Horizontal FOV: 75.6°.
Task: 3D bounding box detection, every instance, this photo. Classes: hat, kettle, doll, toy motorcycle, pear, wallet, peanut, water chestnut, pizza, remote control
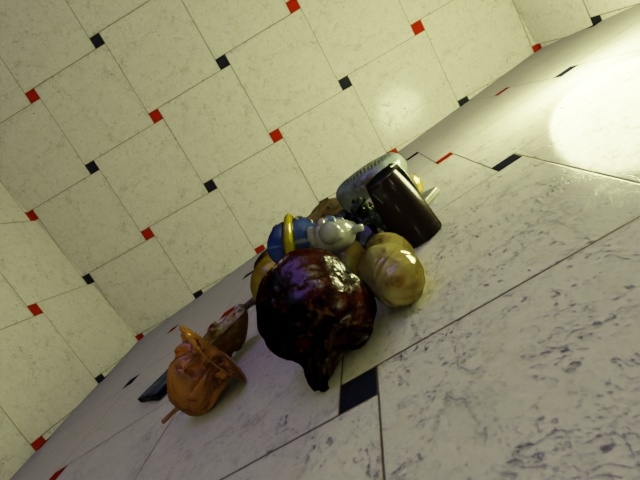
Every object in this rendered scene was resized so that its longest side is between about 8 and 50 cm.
[{"bbox_3d":[-0.373,0.404,1.152,0.233,0.244,0.233,-53,6,-11],"label":"hat"},{"bbox_3d":[0.251,-0.117,1.242,0.144,0.232,0.202,-23,17,49],"label":"kettle"},{"bbox_3d":[-0.017,0.014,1.027,0.242,0.160,0.311,4,-1,-1],"label":"doll"},{"bbox_3d":[0.150,-0.045,1.453,0.205,0.127,0.275,-56,35,6],"label":"toy motorcycle"},{"bbox_3d":[-0.149,0.153,1.481,0.208,0.209,0.209,-35,10,7],"label":"pear"},{"bbox_3d":[-0.633,0.577,1.657,0.222,0.036,0.167,-29,13,45],"label":"wallet"},{"bbox_3d":[-0.009,-0.075,2.095,0.387,0.170,0.192,-42,6,-27],"label":"peanut"},{"bbox_3d":[-0.022,0.159,0.888,0.289,0.289,0.244,-28,19,41],"label":"water chestnut"},{"bbox_3d":[-0.347,0.346,1.357,0.071,0.189,0.297,22,41,24],"label":"pizza"},{"bbox_3d":[0.357,-0.128,1.504,0.190,0.029,0.087,-44,12,-35],"label":"remote control"},{"bbox_3d":[0.165,0.058,1.008,0.147,0.148,0.319,-34,14,13],"label":"peanut"}]

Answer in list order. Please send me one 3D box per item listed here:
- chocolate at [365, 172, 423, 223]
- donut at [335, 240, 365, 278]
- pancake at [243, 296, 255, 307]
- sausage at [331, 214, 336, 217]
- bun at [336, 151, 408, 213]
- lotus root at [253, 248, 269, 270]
[{"bbox_3d":[0.276,-0.151,1.617,0.309,0.134,0.134,-37,10,-14],"label":"chocolate"},{"bbox_3d":[-0.013,0.123,1.245,0.360,0.170,0.360,-33,11,7],"label":"donut"},{"bbox_3d":[-0.305,0.281,1.915,0.190,0.020,0.184,-36,11,3],"label":"pancake"},{"bbox_3d":[0.000,0.000,1.921,0.330,0.102,0.102,-44,13,-31],"label":"sausage"},{"bbox_3d":[0.249,-0.247,1.883,0.361,0.211,0.362,-36,7,5],"label":"bun"},{"bbox_3d":[-0.214,0.140,1.813,0.193,0.193,0.291,-33,14,17],"label":"lotus root"}]
